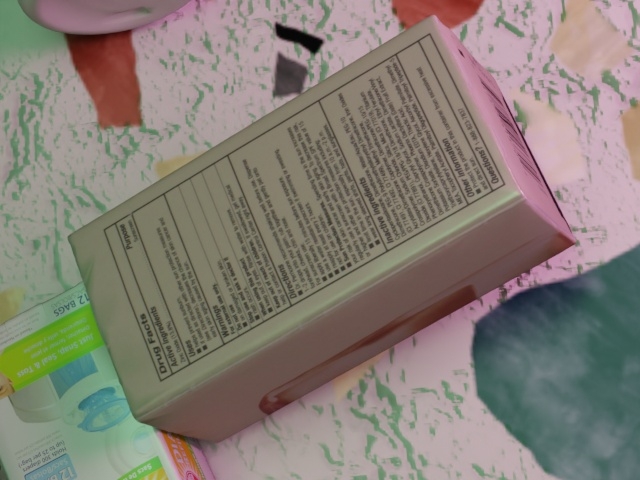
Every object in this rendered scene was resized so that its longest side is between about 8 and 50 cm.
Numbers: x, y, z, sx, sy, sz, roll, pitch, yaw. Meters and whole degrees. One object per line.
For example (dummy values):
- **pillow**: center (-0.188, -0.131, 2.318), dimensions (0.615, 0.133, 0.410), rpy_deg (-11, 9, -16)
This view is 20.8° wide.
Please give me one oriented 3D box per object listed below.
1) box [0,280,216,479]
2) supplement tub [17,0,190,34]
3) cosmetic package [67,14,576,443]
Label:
- **box**: center (-0.151, 0.146, 1.211), dimensions (0.114, 0.103, 0.203), rpy_deg (-28, 72, 6)
- **supplement tub**: center (-0.170, -0.270, 1.295), dimensions (0.144, 0.144, 0.200), rpy_deg (-15, 73, 9)
- **cosmetic package**: center (0.000, 0.000, 1.168), dimensions (0.296, 0.129, 0.153), rpy_deg (-29, 66, 14)
